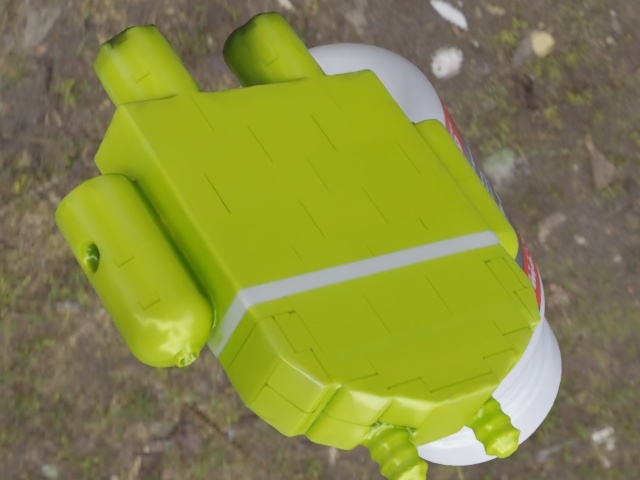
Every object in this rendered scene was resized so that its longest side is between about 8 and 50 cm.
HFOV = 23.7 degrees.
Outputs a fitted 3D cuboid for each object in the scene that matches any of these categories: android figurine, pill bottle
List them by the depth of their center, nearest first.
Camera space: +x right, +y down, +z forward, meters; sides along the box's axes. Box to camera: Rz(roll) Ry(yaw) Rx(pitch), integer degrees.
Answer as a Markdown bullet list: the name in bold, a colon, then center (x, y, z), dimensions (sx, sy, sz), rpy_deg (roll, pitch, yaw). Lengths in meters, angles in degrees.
- **android figurine**: center (0.000, 0.000, 0.755), dimensions (0.248, 0.273, 0.056), rpy_deg (-14, 151, -40)
- **pill bottle**: center (0.061, 0.027, 1.243), dimensions (0.210, 0.210, 0.363), rpy_deg (-29, 138, 8)
